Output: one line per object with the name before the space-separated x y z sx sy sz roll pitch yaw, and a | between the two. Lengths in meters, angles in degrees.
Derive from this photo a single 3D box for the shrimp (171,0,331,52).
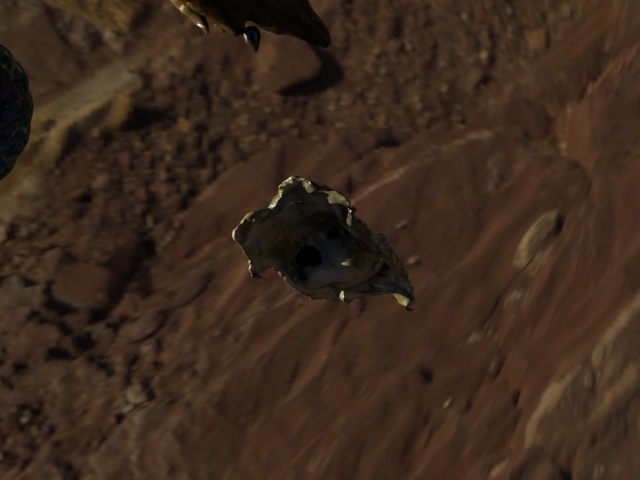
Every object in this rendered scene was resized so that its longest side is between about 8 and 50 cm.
shrimp | -0.082 -0.068 0.516 0.035 0.195 0.148 -20 49 46

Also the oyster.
oyster | 0.001 0.002 1.193 0.106 0.200 0.061 -20 63 1

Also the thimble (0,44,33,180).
thimble | -0.297 -0.096 1.312 0.090 0.118 0.135 9 60 45
